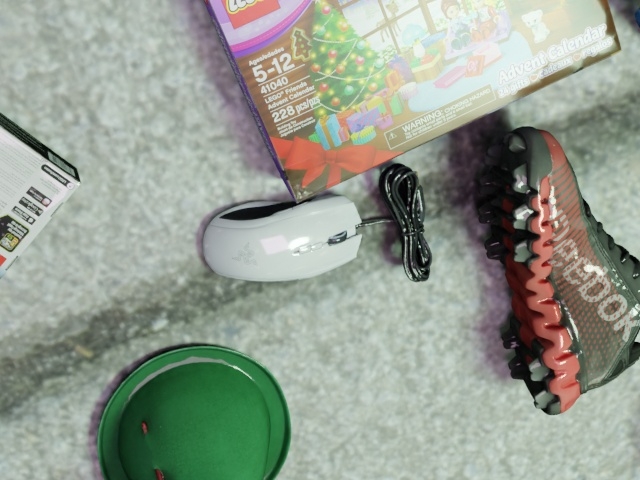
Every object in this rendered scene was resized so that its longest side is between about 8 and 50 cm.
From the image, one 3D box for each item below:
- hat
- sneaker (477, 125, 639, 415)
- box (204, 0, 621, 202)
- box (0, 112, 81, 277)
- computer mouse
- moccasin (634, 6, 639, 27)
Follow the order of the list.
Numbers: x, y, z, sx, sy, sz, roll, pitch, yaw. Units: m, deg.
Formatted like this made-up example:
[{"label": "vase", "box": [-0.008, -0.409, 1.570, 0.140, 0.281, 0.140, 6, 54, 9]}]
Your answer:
[{"label": "hat", "box": [-0.087, 0.219, 1.071, 0.173, 0.183, 0.208, -10, 115, -12]}, {"label": "sneaker", "box": [0.217, 0.017, 1.117, 0.135, 0.097, 0.276, -19, 119, -7]}, {"label": "box", "box": [0.071, -0.180, 1.012, 0.293, 0.057, 0.201, -26, 117, -3]}, {"label": "box", "box": [-0.296, -0.065, 0.972, 0.207, 0.036, 0.114, 38, 99, -26]}, {"label": "computer mouse", "box": [0.000, 0.000, 1.079, 0.193, 0.042, 0.106, -11, 116, -11]}, {"label": "moccasin", "box": [0.395, -0.156, 1.090, 0.342, 0.138, 0.116, 24, 101, -38]}]
